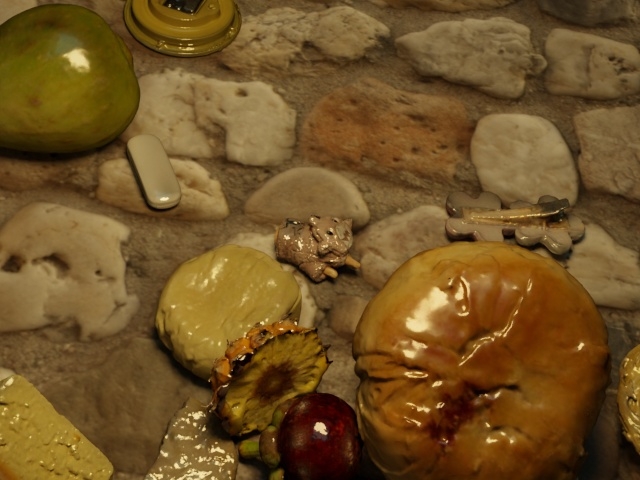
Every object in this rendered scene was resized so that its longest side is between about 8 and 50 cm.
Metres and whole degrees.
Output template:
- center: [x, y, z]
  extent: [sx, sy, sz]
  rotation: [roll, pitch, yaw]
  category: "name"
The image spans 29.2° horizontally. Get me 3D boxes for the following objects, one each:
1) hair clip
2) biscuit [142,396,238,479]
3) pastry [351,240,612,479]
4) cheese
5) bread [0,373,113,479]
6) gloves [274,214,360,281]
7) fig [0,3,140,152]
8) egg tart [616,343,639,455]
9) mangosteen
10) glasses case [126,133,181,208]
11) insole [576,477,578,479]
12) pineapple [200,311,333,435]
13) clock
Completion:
- center: [0.343, -0.036, 2.166]
  extent: [0.257, 0.075, 0.146]
  rotation: [-2, 49, -3]
  category: "hair clip"
- center: [-0.194, 0.348, 1.788]
  extent: [0.133, 0.032, 0.250]
  rotation: [21, 51, 8]
  category: "biscuit"
- center: [0.229, 0.197, 1.793]
  extent: [0.410, 0.245, 0.409]
  rotation: [0, 87, -9]
  category: "pastry"
- center: [-0.149, 0.111, 1.937]
  extent: [0.214, 0.117, 0.226]
  rotation: [32, 58, 23]
  category: "cheese"
- center: [-0.448, 0.369, 1.705]
  extent: [0.236, 0.198, 0.263]
  rotation: [44, 52, -17]
  category: "bread"
- center: [-0.006, 0.005, 2.062]
  extent: [0.144, 0.094, 0.110]
  rotation: [-1, 40, 0]
  category: "gloves"
- center: [-0.478, -0.268, 2.101]
  extent: [0.326, 0.258, 0.258]
  rotation: [-15, 55, -5]
  category: "fig"
- center: [0.588, 0.270, 1.927]
  extent: [0.288, 0.118, 0.288]
  rotation: [6, 52, -7]
  category: "egg tart"
- center: [-0.027, 0.295, 1.785]
  extent: [0.182, 0.145, 0.155]
  rotation: [8, 53, -3]
  category: "mangosteen"
- center: [-0.291, -0.122, 2.142]
  extent: [0.063, 0.041, 0.164]
  rotation: [-15, 56, -18]
  category: "glasses case"
- center: [0.362, 0.360, 1.884]
  extent: [0.081, 0.011, 0.247]
  rotation: [-8, 54, -16]
  category: "insole"
- center: [-0.084, 0.196, 1.828]
  extent: [0.225, 0.224, 0.076]
  rotation: [-26, 46, -27]
  category: "pineapple"
- center: [-0.269, -0.455, 2.406]
  extent: [0.237, 0.057, 0.237]
  rotation: [4, 50, -5]
  category: "clock"
